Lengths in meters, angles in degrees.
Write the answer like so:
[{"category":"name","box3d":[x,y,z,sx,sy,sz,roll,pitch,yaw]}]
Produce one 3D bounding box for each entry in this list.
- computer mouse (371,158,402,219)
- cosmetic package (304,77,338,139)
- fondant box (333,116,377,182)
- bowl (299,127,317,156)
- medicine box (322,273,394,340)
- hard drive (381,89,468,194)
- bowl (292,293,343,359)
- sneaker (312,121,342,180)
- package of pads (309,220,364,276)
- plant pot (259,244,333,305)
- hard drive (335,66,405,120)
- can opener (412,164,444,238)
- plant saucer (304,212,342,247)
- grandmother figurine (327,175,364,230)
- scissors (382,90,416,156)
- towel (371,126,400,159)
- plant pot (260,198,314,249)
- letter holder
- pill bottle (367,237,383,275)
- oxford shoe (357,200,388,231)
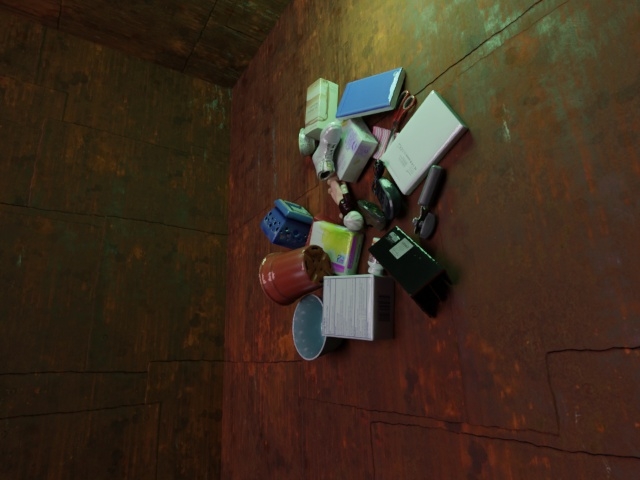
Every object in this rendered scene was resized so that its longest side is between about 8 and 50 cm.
[{"category":"computer mouse","box3d":[0.294,-0.207,1.729,0.188,0.072,0.272,91,167,-51]},{"category":"cosmetic package","box3d":[0.004,-0.736,2.273,0.153,0.129,0.295,-12,73,55]},{"category":"fondant box","box3d":[0.140,-0.483,2.005,0.238,0.096,0.330,-61,35,36]},{"category":"bowl","box3d":[-0.065,-0.574,2.363,0.080,0.170,0.169,3,84,14]},{"category":"medicine box","box3d":[0.156,0.286,1.725,0.290,0.149,0.263,-8,76,45]},{"category":"hard drive","box3d":[0.406,-0.389,1.626,0.353,0.047,0.232,-53,47,38]},{"category":"bowl","box3d":[0.008,0.420,1.959,0.312,0.163,0.311,-18,69,55]},{"category":"sneaker","box3d":[0.047,-0.422,1.965,0.292,0.108,0.169,117,147,-54]},{"category":"package of pads","box3d":[0.066,0.034,1.974,0.297,0.101,0.228,18,100,46]},{"category":"plant pot","box3d":[-0.102,0.150,1.909,0.265,0.273,0.272,-23,63,39]},{"category":"hard drive","box3d":[0.227,-0.679,1.877,0.319,0.040,0.210,4,68,44]},{"category":"can opener","box3d":[0.423,-0.148,1.551,0.093,0.074,0.280,18,101,23]},{"category":"plant saucer","box3d":[0.000,0.000,2.182,0.259,0.048,0.258,37,113,55]},{"category":"grandmother figurine","box3d":[0.122,-0.179,1.953,0.207,0.104,0.342,72,176,-48]},{"category":"scissors","box3d":[0.329,-0.522,1.787,0.109,0.021,0.297,46,114,46]},{"category":"towel","box3d":[0.286,-0.443,1.857,0.197,0.029,0.144,41,118,53]},{"category":"plant pot","box3d":[-0.181,-0.096,2.327,0.212,0.236,0.236,-63,36,15]},{"category":"letter holder","box3d":[0.354,0.122,1.531,0.152,0.214,0.301,-41,40,3]},{"category":"pill bottle","box3d":[0.253,0.069,1.732,0.086,0.086,0.151,23,101,57]},{"category":"oxford shoe","box3d":[0.225,-0.114,1.828,0.227,0.083,0.096,-124,42,-52]}]
